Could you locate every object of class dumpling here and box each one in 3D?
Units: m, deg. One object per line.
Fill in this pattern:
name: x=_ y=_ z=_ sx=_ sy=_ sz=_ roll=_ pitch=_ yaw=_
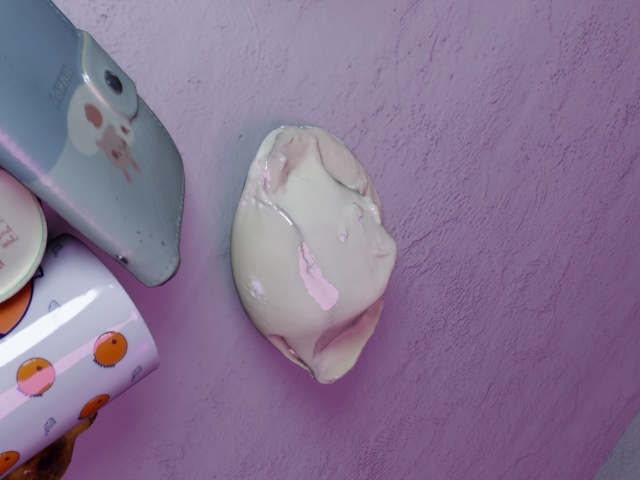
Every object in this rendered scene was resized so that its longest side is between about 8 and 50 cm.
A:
dumpling: x=0.000 y=0.000 z=1.212 sx=0.315 sy=0.233 sz=0.395 roll=-49 pitch=126 yaw=-45

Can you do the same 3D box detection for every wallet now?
wallet: x=-0.274 y=-0.133 z=0.894 sx=0.083 sy=0.252 sz=0.360 roll=-22 pitch=132 yaw=22

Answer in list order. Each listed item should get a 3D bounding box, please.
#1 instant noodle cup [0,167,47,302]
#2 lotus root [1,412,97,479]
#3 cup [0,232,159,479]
instant noodle cup: x=-0.416 y=-0.036 z=0.880 sx=0.235 sy=0.178 sz=0.234 roll=-15 pitch=122 yaw=-25
lotus root: x=-0.447 y=0.301 z=1.077 sx=0.314 sy=0.141 sz=0.169 roll=-29 pitch=129 yaw=-19
cup: x=-0.384 y=0.164 z=0.955 sx=0.317 sy=0.212 sz=0.212 roll=-37 pitch=132 yaw=-26
